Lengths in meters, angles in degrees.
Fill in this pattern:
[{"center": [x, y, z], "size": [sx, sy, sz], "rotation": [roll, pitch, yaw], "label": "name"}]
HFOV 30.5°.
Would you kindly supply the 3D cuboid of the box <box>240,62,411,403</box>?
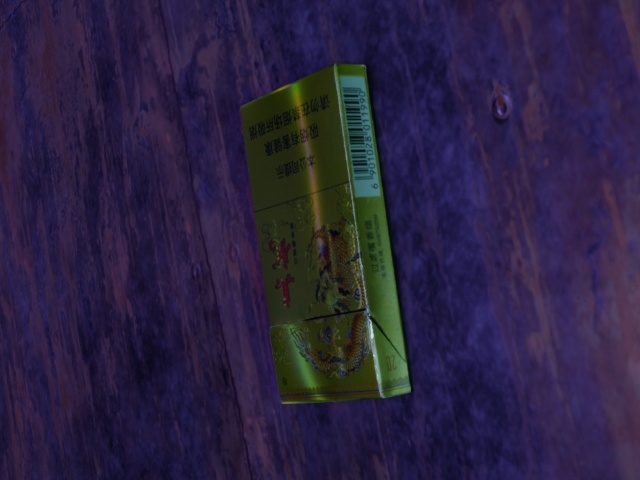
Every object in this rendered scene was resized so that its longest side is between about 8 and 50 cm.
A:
[{"center": [0.000, 0.000, 1.141], "size": [0.173, 0.043, 0.311], "rotation": [-14, 82, 54], "label": "box"}]
